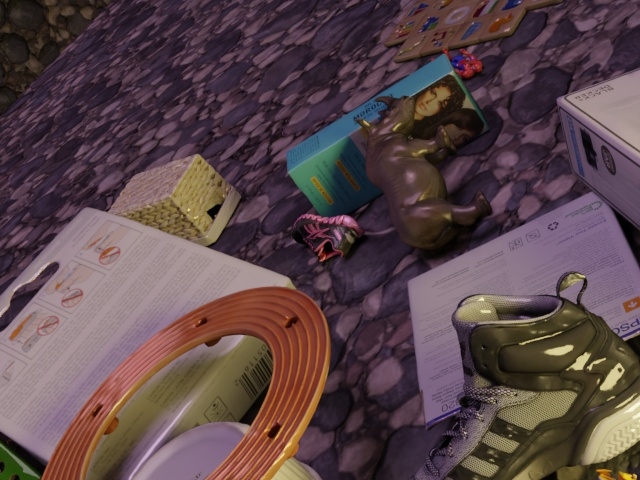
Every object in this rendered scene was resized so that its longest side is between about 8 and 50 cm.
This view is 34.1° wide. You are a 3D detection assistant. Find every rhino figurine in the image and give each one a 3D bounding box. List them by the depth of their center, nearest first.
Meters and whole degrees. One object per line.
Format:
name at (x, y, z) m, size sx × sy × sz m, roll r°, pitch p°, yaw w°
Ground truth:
rhino figurine at (0.107, -0.088, 1.207) m, size 0.106 × 0.073 × 0.243 m, roll -31°, pitch 53°, yaw 9°

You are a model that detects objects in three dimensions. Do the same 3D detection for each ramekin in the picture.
ramekin at (-0.098, 0.261, 0.943) m, size 0.207 × 0.109 × 0.207 m, roll -28°, pitch 28°, yaw 17°

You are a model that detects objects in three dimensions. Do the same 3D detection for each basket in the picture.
basket at (-0.225, -0.051, 1.582) m, size 0.167 × 0.103 × 0.113 m, roll -13°, pitch 37°, yaw 38°

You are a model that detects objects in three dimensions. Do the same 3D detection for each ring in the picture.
ring at (-0.127, 0.173, 0.962) m, size 0.336 × 0.032 × 0.337 m, roll -28°, pitch 28°, yaw 17°

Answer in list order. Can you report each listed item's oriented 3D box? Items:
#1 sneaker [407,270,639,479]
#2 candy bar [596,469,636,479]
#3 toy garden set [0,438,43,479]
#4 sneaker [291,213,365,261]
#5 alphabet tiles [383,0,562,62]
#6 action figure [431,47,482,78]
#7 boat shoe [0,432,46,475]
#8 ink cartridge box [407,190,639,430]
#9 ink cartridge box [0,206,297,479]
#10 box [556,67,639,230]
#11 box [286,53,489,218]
sneaker at (0.122, 0.133, 0.813) m, size 0.268 × 0.153 × 0.101 m, roll -33°, pitch 11°, yaw 5°
candy bar at (0.181, 0.232, 0.753) m, size 0.040 × 0.018 × 0.161 m, roll 5°, pitch 50°, yaw 53°
toy garden set at (-0.441, 0.325, 1.199) m, size 0.203 × 0.049 × 0.244 m, roll 30°, pitch 84°, yaw 27°
sneaker at (0.000, 0.000, 1.307) m, size 0.119 × 0.047 × 0.057 m, roll -2°, pitch 55°, yaw 50°
alphabet tiles at (0.261, -0.386, 1.621) m, size 0.342 × 0.011 × 0.285 m, roll -5°, pitch 41°, yaw 47°
action figure at (0.195, -0.250, 1.471) m, size 0.038 × 0.030 × 0.115 m, roll -37°, pitch 29°, yaw -9°
boat shoe at (-0.367, 0.208, 1.322) m, size 0.132 × 0.130 × 0.355 m, roll 1°, pitch 46°, yaw 51°
ink cartridge box at (0.191, 0.069, 0.961) m, size 0.223 × 0.045 × 0.224 m, roll -27°, pitch 28°, yaw 17°
ink cartridge box at (-0.243, 0.131, 1.231) m, size 0.385 × 0.091 × 0.308 m, roll 17°, pitch 59°, yaw 39°
box at (0.344, -0.070, 0.904) m, size 0.169 × 0.087 × 0.290 m, roll -21°, pitch 27°, yaw -4°
box at (0.084, -0.127, 1.334) m, size 0.244 × 0.100 × 0.060 m, roll -31°, pitch 29°, yaw 14°
